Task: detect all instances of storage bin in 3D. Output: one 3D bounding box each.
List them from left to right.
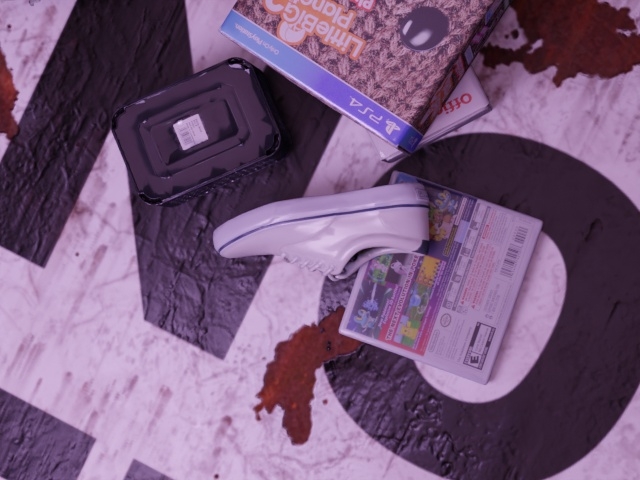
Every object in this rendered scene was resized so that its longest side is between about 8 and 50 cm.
[{"bbox_3d":[-0.137,-0.124,1.826,0.180,0.084,0.122,-23,86,7],"label":"storage bin"}]

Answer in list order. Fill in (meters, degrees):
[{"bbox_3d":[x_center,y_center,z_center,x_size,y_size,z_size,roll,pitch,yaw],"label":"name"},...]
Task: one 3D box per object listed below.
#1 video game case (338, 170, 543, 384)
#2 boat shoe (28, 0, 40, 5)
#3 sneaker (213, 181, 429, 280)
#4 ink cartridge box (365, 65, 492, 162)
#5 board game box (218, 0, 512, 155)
[{"bbox_3d":[0.138,0.042,1.813,0.183,0.023,0.201,19,93,8],"label":"video game case"},{"bbox_3d":[-0.349,-0.328,1.850,0.306,0.105,0.113,-11,75,-16],"label":"boat shoe"},{"bbox_3d":[0.000,0.000,1.784,0.258,0.094,0.091,-11,78,18],"label":"sneaker"},{"bbox_3d":[0.092,-0.202,1.792,0.139,0.082,0.191,-27,87,8],"label":"ink cartridge box"},{"bbox_3d":[0.073,-0.276,1.684,0.232,0.141,0.291,33,94,8],"label":"board game box"}]
